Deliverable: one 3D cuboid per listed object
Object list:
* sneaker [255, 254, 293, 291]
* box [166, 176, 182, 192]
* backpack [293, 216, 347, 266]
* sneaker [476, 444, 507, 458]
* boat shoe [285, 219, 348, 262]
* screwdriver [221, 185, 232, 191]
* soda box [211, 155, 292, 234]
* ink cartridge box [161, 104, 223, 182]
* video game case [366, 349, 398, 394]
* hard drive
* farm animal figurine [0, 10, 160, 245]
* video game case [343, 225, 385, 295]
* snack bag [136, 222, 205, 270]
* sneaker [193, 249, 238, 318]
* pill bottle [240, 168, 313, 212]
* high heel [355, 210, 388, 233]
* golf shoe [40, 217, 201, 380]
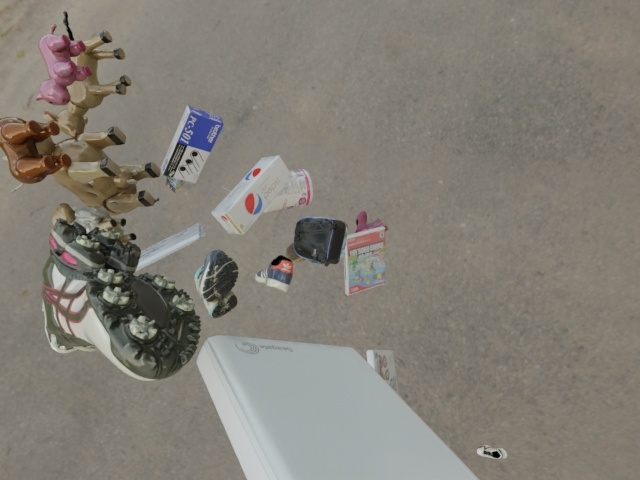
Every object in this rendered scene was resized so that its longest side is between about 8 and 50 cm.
[{"bbox_3d":[-0.197,0.141,1.872,0.350,0.131,0.148,1,69,67],"label":"sneaker"},{"bbox_3d":[-0.447,-0.265,1.392,0.044,0.233,0.159,41,65,-8],"label":"box"},{"bbox_3d":[0.000,0.000,0.925,0.114,0.084,0.104,10,91,40],"label":"backpack"},{"bbox_3d":[0.612,0.765,1.487,0.109,0.044,0.040,-22,63,43],"label":"sneaker"},{"bbox_3d":[-0.011,0.005,2.093,0.341,0.110,0.121,-26,65,7],"label":"boat shoe"},{"bbox_3d":[-0.287,-0.157,1.518,0.024,0.170,0.025,-52,26,27],"label":"screwdriver"},{"bbox_3d":[-0.164,-0.114,1.015,0.069,0.073,0.216,4,49,44],"label":"soda box"},{"bbox_3d":[-0.357,-0.260,1.138,0.207,0.097,0.046,-54,44,29],"label":"ink cartridge box"},{"bbox_3d":[0.146,0.330,0.937,0.019,0.143,0.157,-14,70,25],"label":"video game case"},{"bbox_3d":[0.044,0.214,0.389,0.353,0.233,0.047,37,106,51],"label":"hard drive"},{"bbox_3d":[-0.417,-0.161,0.697,0.172,0.326,0.330,-9,44,13],"label":"farm animal figurine"},{"bbox_3d":[0.198,0.091,1.826,0.204,0.285,0.025,-15,26,-23],"label":"video game case"},{"bbox_3d":[-0.546,0.036,1.420,0.323,0.037,0.342,-28,15,-12],"label":"snack bag"},{"bbox_3d":[-0.303,0.107,1.124,0.110,0.283,0.122,-32,66,-32],"label":"sneaker"},{"bbox_3d":[-0.187,-0.205,1.739,0.283,0.160,0.160,-12,57,-21],"label":"pill bottle"},{"bbox_3d":[0.187,-0.045,1.997,0.181,0.377,0.127,-35,98,-5],"label":"high heel"},{"bbox_3d":[-0.221,0.078,0.436,0.273,0.105,0.120,30,96,42],"label":"golf shoe"}]
